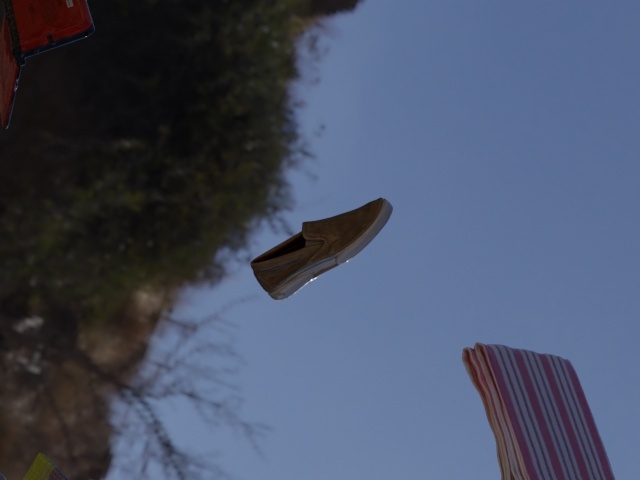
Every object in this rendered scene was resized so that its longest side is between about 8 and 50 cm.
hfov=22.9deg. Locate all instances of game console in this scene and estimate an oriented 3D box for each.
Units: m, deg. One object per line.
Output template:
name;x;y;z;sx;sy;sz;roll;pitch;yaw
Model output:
game console;-0.289;-0.198;1.636;0.124;0.085;0.144;-19;-144;-4

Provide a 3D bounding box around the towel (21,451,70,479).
towel;-0.192;0.192;1.103;0.060;0.009;0.083;-50;-130;0

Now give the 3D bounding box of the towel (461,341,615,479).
towel;0.199;0.168;1.426;0.029;0.197;0.144;-27;-113;28

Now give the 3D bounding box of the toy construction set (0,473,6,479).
toy construction set;-0.441;0.272;1.383;0.237;0.257;0.309;-34;-175;23

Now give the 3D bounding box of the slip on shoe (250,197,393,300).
slip on shoe;0.000;0.000;1.366;0.135;0.041;0.051;-34;-160;20
